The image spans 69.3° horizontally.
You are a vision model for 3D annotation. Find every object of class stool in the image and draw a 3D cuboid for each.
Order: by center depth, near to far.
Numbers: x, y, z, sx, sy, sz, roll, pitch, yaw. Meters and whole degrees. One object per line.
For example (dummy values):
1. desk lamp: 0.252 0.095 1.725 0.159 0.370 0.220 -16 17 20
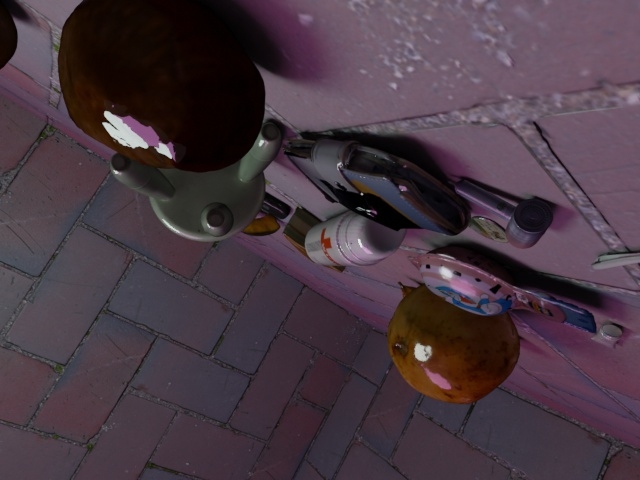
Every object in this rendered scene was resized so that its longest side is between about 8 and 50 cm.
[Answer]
1. stool: -0.173 -0.108 0.702 0.195 0.195 0.198 31 166 -5

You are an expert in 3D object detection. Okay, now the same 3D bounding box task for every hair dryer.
1. hair dryer: 0.185 -0.036 0.496 0.114 0.037 0.063 34 174 19

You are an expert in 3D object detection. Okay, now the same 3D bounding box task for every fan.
1. fan: 0.215 -0.012 0.605 0.060 0.003 0.080 31 170 -3

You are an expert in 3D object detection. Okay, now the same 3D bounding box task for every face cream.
1. face cream: 0.445 0.150 0.718 0.038 0.020 0.115 23 171 30
2. face cream: 0.052 -0.001 0.843 0.102 0.102 0.345 31 171 -9

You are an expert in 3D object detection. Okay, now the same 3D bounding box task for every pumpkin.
1. pumpkin: -0.294 -0.100 1.345 0.258 0.095 0.290 33 174 -38

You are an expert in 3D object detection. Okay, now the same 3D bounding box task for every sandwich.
1. sandwich: 0.000 0.000 1.067 0.113 0.079 0.163 23 167 25

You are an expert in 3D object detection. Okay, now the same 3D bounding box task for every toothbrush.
1. toothbrush: 0.306 0.007 0.407 0.022 0.017 0.204 48 171 4

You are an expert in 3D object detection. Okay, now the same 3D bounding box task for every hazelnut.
1. hazelnut: -0.154 -0.151 0.462 0.201 0.170 0.160 41 170 -6

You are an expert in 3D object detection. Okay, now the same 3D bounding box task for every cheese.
1. cheese: 0.261 0.074 0.704 0.286 0.074 0.189 20 168 39

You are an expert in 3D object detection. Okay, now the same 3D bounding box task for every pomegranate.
1. pomegranate: 0.248 0.184 0.876 0.248 0.248 0.248 29 170 5

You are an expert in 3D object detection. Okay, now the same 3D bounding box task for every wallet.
1. wallet: 0.058 -0.068 0.593 0.170 0.069 0.231 32 172 -41

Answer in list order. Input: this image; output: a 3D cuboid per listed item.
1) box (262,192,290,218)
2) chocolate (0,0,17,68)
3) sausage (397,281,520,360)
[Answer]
1. box: -0.134 -0.091 1.134 0.125 0.027 0.126 30 171 -6
2. chocolate: -0.584 -0.362 0.744 0.176 0.177 0.177 29 170 5
3. sausage: 0.319 0.202 1.110 0.328 0.112 0.112 32 170 -2
